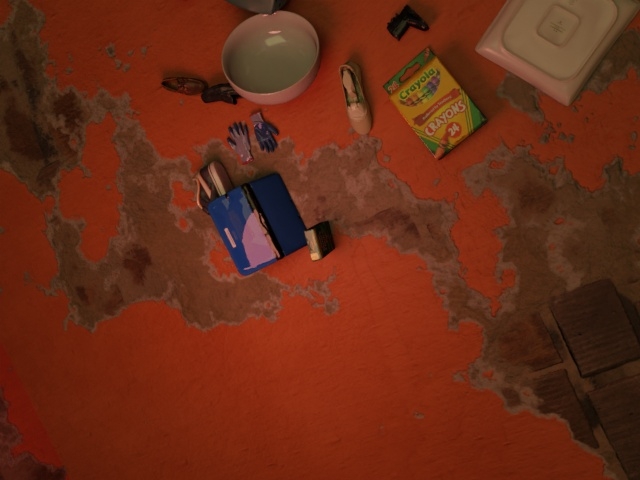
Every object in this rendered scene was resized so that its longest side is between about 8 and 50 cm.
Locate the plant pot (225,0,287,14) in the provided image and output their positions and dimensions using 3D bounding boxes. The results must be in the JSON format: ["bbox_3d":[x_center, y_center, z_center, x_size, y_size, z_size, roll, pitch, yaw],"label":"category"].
[{"bbox_3d":[-0.222,-0.866,1.764,0.234,0.165,0.166,32,143,6],"label":"plant pot"}]

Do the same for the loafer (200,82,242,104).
[{"bbox_3d":[-0.327,-0.527,1.929,0.223,0.076,0.078,-11,89,14],"label":"loafer"}]

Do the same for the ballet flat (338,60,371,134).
[{"bbox_3d":[0.112,-0.480,1.807,0.086,0.086,0.249,-13,96,18],"label":"ballet flat"}]

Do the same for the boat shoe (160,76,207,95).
[{"bbox_3d":[-0.510,-0.573,1.983,0.177,0.060,0.064,9,102,15],"label":"boat shoe"}]

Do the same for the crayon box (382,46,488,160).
[{"bbox_3d":[0.365,-0.446,1.739,0.202,0.081,0.319,-39,87,19],"label":"crayon box"}]

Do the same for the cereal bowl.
[{"bbox_3d":[-0.155,-0.595,1.803,0.338,0.141,0.339,-4,70,10],"label":"cereal bowl"}]

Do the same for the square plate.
[{"bbox_3d":[0.711,-0.646,1.618,0.347,0.049,0.344,35,108,8],"label":"square plate"}]

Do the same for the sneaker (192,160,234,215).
[{"bbox_3d":[-0.369,-0.126,1.992,0.127,0.126,0.321,-26,84,16],"label":"sneaker"}]

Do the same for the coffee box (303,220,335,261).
[{"bbox_3d":[0.000,0.000,1.872,0.040,0.184,0.113,-12,96,19],"label":"coffee box"}]

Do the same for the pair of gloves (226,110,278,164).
[{"bbox_3d":[-0.248,-0.377,1.963,0.198,0.023,0.159,-22,95,20],"label":"pair of gloves"}]

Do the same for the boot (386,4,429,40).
[{"bbox_3d":[0.281,-0.694,1.738,0.099,0.045,0.121,-46,78,16],"label":"boot"}]

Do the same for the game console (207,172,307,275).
[{"bbox_3d":[-0.217,-0.059,1.922,0.250,0.173,0.293,-26,91,15],"label":"game console"}]
